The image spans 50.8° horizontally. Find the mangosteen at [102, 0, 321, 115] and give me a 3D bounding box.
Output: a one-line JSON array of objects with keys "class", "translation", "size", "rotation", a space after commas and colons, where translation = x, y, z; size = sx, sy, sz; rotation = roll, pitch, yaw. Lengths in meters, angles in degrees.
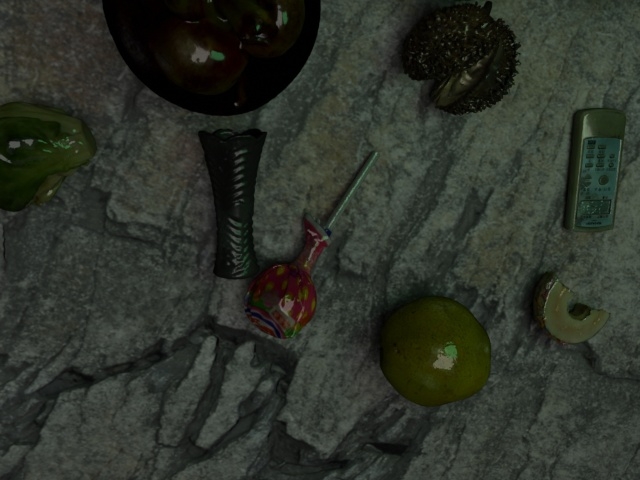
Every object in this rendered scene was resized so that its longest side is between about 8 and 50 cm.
[{"class": "mangosteen", "translation": [-0.135, -0.319, 0.901], "size": [0.307, 0.347, 0.306], "rotation": [-5, 107, -17]}]

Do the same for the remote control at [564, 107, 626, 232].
[{"class": "remote control", "translation": [0.515, -0.130, 1.264], "size": [0.098, 0.038, 0.233], "rotation": [-2, 104, -12]}]

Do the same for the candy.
[{"class": "candy", "translation": [0.000, 0.000, 1.149], "size": [0.124, 0.124, 0.365], "rotation": [34, 85, -18]}]

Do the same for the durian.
[{"class": "durian", "translation": [0.235, -0.308, 1.102], "size": [0.196, 0.167, 0.195], "rotation": [-16, 117, -35]}]

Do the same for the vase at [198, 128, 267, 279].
[{"class": "vase", "translation": [-0.140, -0.059, 1.094], "size": [0.116, 0.115, 0.237], "rotation": [-3, 105, -13]}]

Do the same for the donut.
[{"class": "donut", "translation": [0.468, 0.141, 1.301], "size": [0.166, 0.065, 0.108], "rotation": [33, 94, -19]}]

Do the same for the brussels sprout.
[{"class": "brussels sprout", "translation": [-0.432, -0.128, 0.988], "size": [0.183, 0.131, 0.145], "rotation": [-42, 114, 4]}]

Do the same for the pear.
[{"class": "pear", "translation": [0.200, 0.195, 1.192], "size": [0.198, 0.198, 0.198], "rotation": [-3, 103, -13]}]
